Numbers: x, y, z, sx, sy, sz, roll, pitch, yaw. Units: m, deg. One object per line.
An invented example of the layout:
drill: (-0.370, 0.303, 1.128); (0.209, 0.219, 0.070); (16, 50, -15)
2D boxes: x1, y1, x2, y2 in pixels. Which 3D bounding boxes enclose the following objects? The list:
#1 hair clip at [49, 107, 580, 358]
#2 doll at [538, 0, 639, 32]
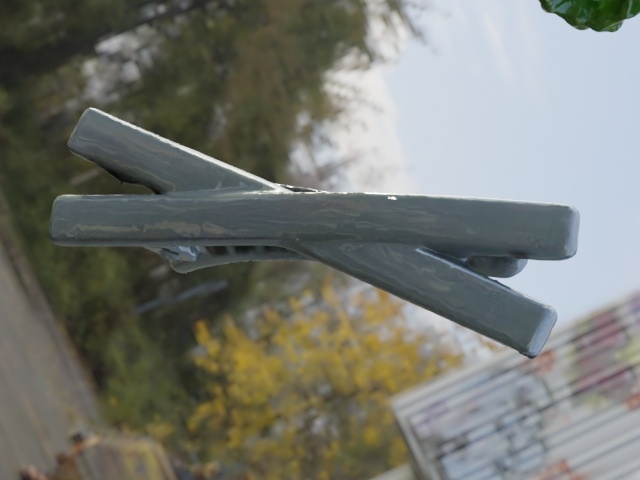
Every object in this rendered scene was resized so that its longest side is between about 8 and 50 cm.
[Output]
hair clip: (0.000, -0.001, 0.366); (0.115, 0.030, 0.039); (12, -3, 33)
doll: (0.148, -0.067, 0.578); (0.190, 0.115, 0.050); (34, 42, -14)
